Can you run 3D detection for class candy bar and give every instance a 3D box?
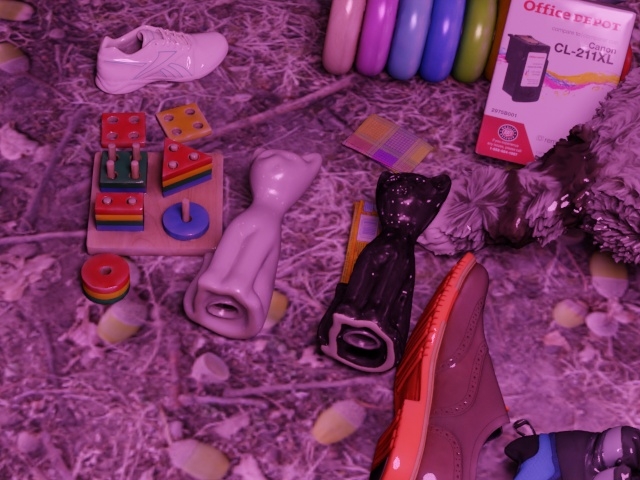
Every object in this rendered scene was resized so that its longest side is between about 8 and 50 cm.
[{"bbox_3d":[0.040,0.019,1.453,0.040,0.018,0.161,10,48,1],"label":"candy bar"}]

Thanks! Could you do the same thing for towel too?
[{"bbox_3d":[0.071,-0.100,1.568,0.083,0.009,0.060,29,52,20],"label":"towel"}]

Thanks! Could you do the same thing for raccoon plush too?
[{"bbox_3d":[0.353,-0.028,1.460,0.446,0.299,0.216,-4,56,36],"label":"raccoon plush"}]

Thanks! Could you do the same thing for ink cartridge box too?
[{"bbox_3d":[0.239,-0.163,1.521,0.127,0.175,0.072,14,12,10],"label":"ink cartridge box"}]

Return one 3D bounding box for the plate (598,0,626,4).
[{"bbox_3d":[0.251,-0.282,1.682,0.188,0.024,0.188,12,12,-3],"label":"plate"}]

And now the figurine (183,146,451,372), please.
[{"bbox_3d":[0.000,0.000,1.398,0.214,0.092,0.209,12,55,14],"label":"figurine"}]

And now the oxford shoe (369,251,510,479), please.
[{"bbox_3d":[0.119,0.132,1.321,0.098,0.097,0.271,22,56,-4],"label":"oxford shoe"}]

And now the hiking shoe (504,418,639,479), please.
[{"bbox_3d":[0.175,0.283,1.189,0.132,0.113,0.304,-1,46,34],"label":"hiking shoe"}]

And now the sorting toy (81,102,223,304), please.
[{"bbox_3d":[-0.163,-0.056,1.488,0.132,0.046,0.275,1,48,-3],"label":"sorting toy"}]

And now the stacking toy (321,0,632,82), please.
[{"bbox_3d":[0.173,-0.219,1.609,0.330,0.141,0.141,11,48,0],"label":"stacking toy"}]

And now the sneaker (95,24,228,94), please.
[{"bbox_3d":[-0.169,-0.203,1.612,0.152,0.061,0.054,-17,49,-20],"label":"sneaker"}]
